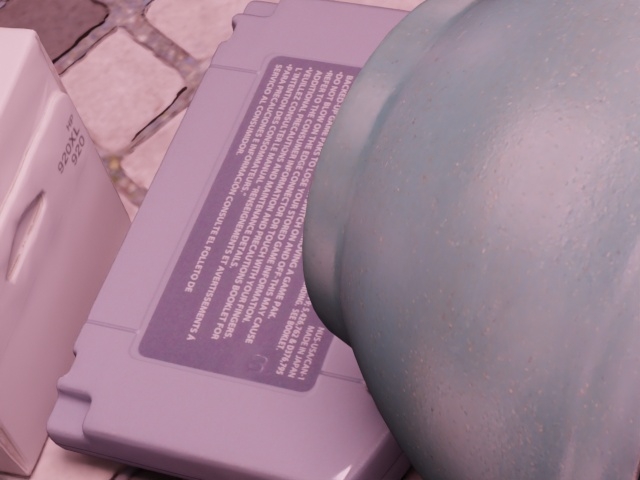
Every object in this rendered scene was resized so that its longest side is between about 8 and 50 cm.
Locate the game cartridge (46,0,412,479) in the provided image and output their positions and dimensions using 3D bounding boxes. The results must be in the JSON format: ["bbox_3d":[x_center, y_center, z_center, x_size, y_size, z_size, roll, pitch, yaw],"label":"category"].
[{"bbox_3d":[0.000,0.000,0.875,0.196,0.060,0.294,9,59,24],"label":"game cartridge"}]

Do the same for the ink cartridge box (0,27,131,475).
[{"bbox_3d":[-0.249,-0.001,0.865,0.232,0.168,0.171,7,58,18],"label":"ink cartridge box"}]

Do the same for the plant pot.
[{"bbox_3d":[0.118,0.000,0.698,0.196,0.293,0.293,26,66,30],"label":"plant pot"}]
